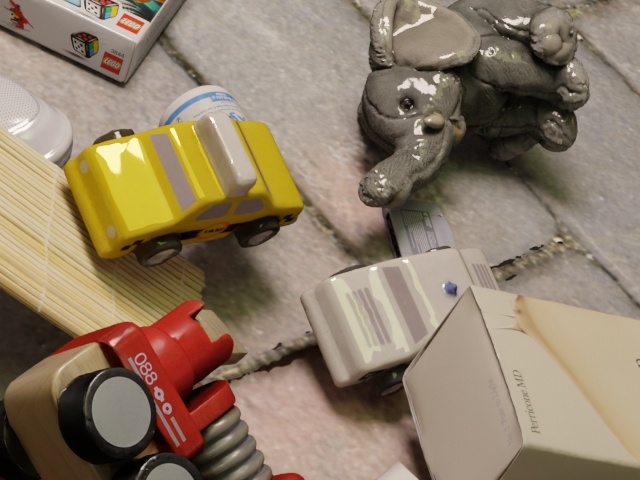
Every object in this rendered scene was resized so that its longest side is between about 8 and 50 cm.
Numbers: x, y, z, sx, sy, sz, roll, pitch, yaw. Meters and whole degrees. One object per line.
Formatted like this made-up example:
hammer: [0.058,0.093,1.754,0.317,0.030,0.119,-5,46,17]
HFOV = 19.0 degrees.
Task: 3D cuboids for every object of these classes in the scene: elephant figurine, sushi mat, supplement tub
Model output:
elephant figurine: [0.097,-0.134,1.649,0.239,0.169,0.186,-13,11,-24]
sushi mat: [-0.192,-0.003,1.356,0.316,0.019,0.151,38,29,-33]
supplement tub: [-0.080,-0.068,1.556,0.071,0.071,0.107,-12,52,-34]

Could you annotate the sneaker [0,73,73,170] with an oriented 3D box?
sneaker: [-0.346,-0.163,1.420,0.366,0.210,0.137,19,42,-7]

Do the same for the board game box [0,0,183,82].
board game box: [-0.268,-0.269,1.686,0.305,0.053,0.193,25,41,0]

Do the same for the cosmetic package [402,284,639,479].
cosmetic package: [0.232,0.149,1.420,0.309,0.113,0.160,12,40,-27]

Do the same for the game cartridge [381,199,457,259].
game cartridge: [0.085,0.000,1.607,0.056,0.017,0.083,4,46,-18]

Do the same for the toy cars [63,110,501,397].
toy cars: [0.000,0.000,1.445,0.394,0.087,0.176,30,50,-19]

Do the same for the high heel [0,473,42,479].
high heel: [-0.296,0.143,1.254,0.127,0.181,0.377,15,50,-57]

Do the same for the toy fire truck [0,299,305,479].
toy fire truck: [-0.079,0.137,1.264,0.246,0.158,0.217,-37,102,-42]

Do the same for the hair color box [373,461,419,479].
hair color box: [0.031,0.220,1.332,0.072,0.043,0.141,42,45,18]
